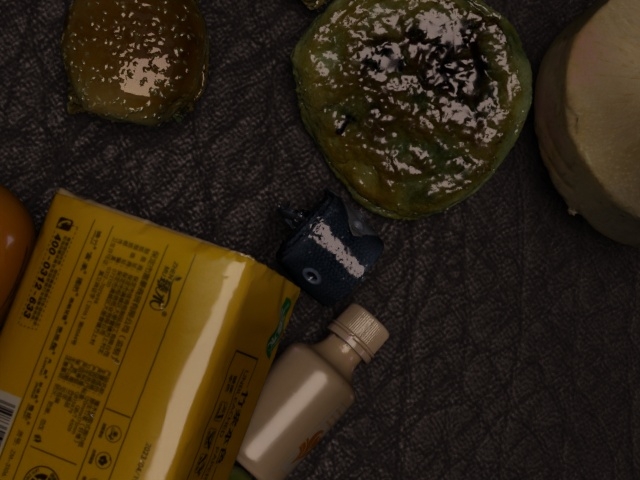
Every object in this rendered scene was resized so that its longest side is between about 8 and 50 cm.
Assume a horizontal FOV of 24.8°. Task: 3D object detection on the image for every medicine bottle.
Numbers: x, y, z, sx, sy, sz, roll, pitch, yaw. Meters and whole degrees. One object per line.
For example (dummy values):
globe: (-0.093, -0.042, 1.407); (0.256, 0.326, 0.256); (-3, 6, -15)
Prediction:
medicine bottle: (-0.018, 0.190, 1.852); (0.114, 0.114, 0.252); (43, 82, -5)

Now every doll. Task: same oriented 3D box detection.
doll: (-0.467, 0.011, 1.757); (0.236, 0.213, 0.213); (22, 84, 7)

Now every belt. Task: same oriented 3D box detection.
belt: (0.001, 0.000, 1.812); (0.128, 0.218, 0.122); (44, 91, -6)

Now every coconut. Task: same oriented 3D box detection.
coconut: (0.439, -0.164, 1.827); (0.353, 0.352, 0.352); (0, 87, -9)

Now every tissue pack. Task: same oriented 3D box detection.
tissue pack: (-0.233, 0.169, 1.734); (0.293, 0.228, 0.381); (18, 85, 20)

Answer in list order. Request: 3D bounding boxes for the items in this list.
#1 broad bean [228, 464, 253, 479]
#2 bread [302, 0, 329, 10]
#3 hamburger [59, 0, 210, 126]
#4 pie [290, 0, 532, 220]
broad bean: (-0.111, 0.328, 1.869); (0.063, 0.045, 0.083); (-36, 85, -10)
bread: (-0.079, -0.413, 1.884); (0.269, 0.098, 0.087); (38, 41, -5)
hamburger: (-0.231, -0.250, 1.836); (0.190, 0.122, 0.215); (9, 84, -6)
pie: (0.119, -0.189, 1.864); (0.323, 0.070, 0.323); (2, 105, 6)
